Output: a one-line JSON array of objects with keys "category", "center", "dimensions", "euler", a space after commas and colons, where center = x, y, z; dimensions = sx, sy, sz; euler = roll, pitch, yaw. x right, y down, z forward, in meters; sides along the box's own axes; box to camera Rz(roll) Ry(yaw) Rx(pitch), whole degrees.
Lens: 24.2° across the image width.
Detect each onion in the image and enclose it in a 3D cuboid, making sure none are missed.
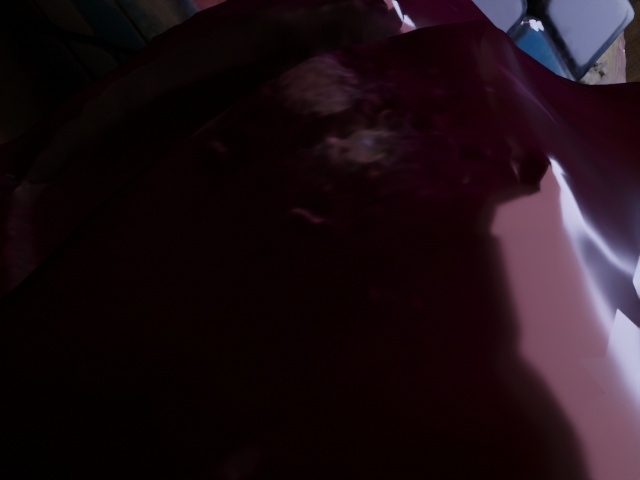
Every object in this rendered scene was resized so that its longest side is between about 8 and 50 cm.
[{"category": "onion", "center": [0.107, 0.061, 0.534], "dimensions": [0.398, 0.420, 0.398], "euler": [61, 1, -1]}]

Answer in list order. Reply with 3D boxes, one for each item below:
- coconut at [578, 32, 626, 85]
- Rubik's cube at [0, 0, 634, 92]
[{"category": "coconut", "center": [0.068, -0.153, 1.290], "dimensions": [0.404, 0.405, 0.404], "euler": [58, 8, -12]}, {"category": "Rubik's cube", "center": [-0.013, -0.157, 0.914], "dimensions": [0.259, 0.253, 0.256], "euler": [22, -25, 52]}]
